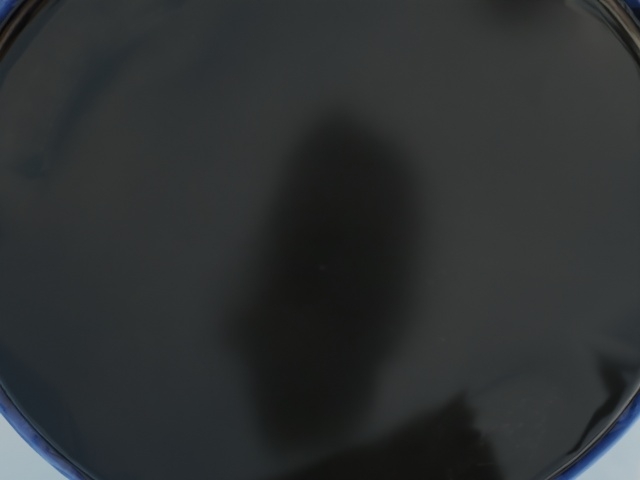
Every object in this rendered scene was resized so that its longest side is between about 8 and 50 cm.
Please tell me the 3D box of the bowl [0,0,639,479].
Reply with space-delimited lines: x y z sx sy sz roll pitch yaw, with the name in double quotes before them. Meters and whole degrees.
"bowl" 0.000 0.000 0.445 0.390 0.391 0.077 -14 -156 7
